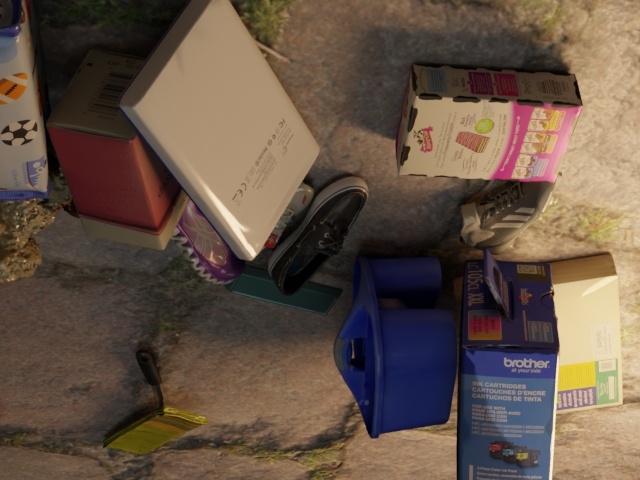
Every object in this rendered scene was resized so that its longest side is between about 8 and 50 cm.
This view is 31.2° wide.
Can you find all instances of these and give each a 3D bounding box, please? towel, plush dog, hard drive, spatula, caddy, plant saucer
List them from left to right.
[{"bbox_3d":[-0.448,-0.065,1.646,0.225,0.210,0.262,-24,173,5],"label":"plush dog"},{"bbox_3d":[-0.323,0.373,2.221,0.102,0.021,0.237,23,143,-32],"label":"towel"},{"bbox_3d":[-0.306,0.287,2.146,0.084,0.030,0.296,-3,140,4],"label":"spatula"},{"bbox_3d":[-0.123,-0.150,1.525,0.040,0.210,0.318,12,150,36],"label":"hard drive"},{"bbox_3d":[-0.062,0.087,1.936,0.192,0.018,0.067,14,137,-19],"label":"plant saucer"},{"bbox_3d":[0.110,0.173,1.878,0.179,0.241,0.341,-6,139,-5],"label":"caddy"}]

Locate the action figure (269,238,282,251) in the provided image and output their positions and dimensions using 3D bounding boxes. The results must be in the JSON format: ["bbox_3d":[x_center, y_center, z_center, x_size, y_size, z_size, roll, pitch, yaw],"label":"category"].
[{"bbox_3d":[-0.051,0.025,1.858,0.115,0.030,0.038,28,126,-33],"label":"action figure"}]

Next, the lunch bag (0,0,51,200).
[{"bbox_3d":[-0.539,-0.217,1.400,0.386,0.238,0.327,-5,143,-8],"label":"lunch bag"}]

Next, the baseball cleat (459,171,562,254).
[{"bbox_3d":[0.279,-0.047,1.754,0.109,0.072,0.206,13,136,-17],"label":"baseball cleat"}]

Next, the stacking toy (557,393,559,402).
[{"bbox_3d":[0.319,0.246,2.037,0.167,0.052,0.221,-16,139,18],"label":"stacking toy"}]

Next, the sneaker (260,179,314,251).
[{"bbox_3d":[-0.065,-0.027,1.758,0.057,0.075,0.161,29,131,-31],"label":"sneaker"}]

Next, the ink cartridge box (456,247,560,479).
[{"bbox_3d":[0.291,0.209,1.795,0.151,0.270,0.395,3,117,6],"label":"ink cartridge box"}]

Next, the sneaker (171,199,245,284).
[{"bbox_3d":[-0.172,-0.023,1.753,0.105,0.095,0.236,-26,133,15],"label":"sneaker"}]

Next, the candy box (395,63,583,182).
[{"bbox_3d":[0.232,-0.163,1.618,0.234,0.071,0.159,3,139,-6],"label":"candy box"}]

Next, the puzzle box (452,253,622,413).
[{"bbox_3d":[0.395,0.187,2.045,0.272,0.052,0.409,-9,139,8],"label":"puzzle box"}]

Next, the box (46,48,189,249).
[{"bbox_3d":[-0.262,-0.120,1.558,0.127,0.148,0.232,11,145,13],"label":"box"}]

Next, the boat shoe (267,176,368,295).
[{"bbox_3d":[0.000,0.000,1.771,0.080,0.076,0.228,23,124,-40],"label":"boat shoe"}]
